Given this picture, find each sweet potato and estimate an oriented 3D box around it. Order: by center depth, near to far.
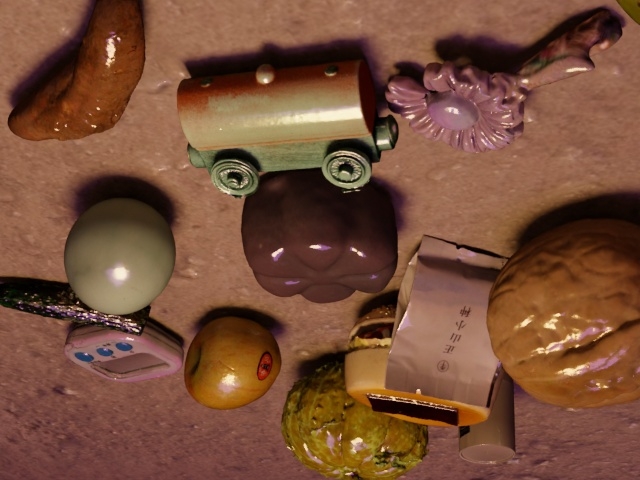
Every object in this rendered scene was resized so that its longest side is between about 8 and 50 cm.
[{"bbox_3d":[-0.293,-0.193,1.298,0.114,0.092,0.341,44,138,-12],"label":"sweet potato"}]

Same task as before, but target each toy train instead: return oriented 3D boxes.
[{"bbox_3d":[-0.048,-0.151,1.312,0.285,0.116,0.177,-2,137,17],"label":"toy train"}]

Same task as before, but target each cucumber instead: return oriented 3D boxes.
[{"bbox_3d":[-0.456,0.115,1.863,0.294,0.067,0.067,12,149,-8],"label":"cucumber"}]

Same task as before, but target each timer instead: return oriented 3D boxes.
[{"bbox_3d":[-0.381,0.212,2.011,0.208,0.069,0.191,-16,144,30],"label":"timer"}]

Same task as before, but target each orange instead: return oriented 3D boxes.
[{"bbox_3d":[0.074,0.360,2.043,0.300,0.223,0.301,12,154,11],"label":"orange"}]

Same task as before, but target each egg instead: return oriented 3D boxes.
[{"bbox_3d":[-0.309,0.027,1.588,0.168,0.168,0.231,13,151,-13],"label":"egg"}]

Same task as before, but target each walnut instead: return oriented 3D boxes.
[{"bbox_3d":[0.406,0.106,1.520,0.313,0.277,0.252,-32,168,32],"label":"walnut"}]

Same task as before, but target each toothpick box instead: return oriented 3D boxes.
[{"bbox_3d":[0.317,0.325,1.980,0.111,0.180,0.111,2,149,2],"label":"toothpick box"}]

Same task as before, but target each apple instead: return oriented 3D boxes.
[{"bbox_3d":[-0.160,0.226,1.900,0.155,0.182,0.182,13,150,-28],"label":"apple"}]

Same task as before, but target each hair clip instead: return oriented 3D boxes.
[{"bbox_3d":[0.219,-0.183,1.244,0.300,0.069,0.173,-23,133,38],"label":"hair clip"}]

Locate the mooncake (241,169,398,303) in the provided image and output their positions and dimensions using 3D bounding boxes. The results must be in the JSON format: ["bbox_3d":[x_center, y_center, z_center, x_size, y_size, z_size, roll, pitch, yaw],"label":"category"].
[{"bbox_3d":[0.000,0.000,1.540,0.245,0.133,0.245,0,155,0],"label":"mooncake"}]

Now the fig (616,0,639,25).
[{"bbox_3d":[0.364,-0.256,0.967,0.225,0.203,0.203,-9,149,-4],"label":"fig"}]

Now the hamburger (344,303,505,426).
[{"bbox_3d":[0.185,0.216,1.817,0.300,0.176,0.300,9,158,4],"label":"hamburger"}]

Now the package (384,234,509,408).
[{"bbox_3d":[0.218,0.133,1.662,0.204,0.250,0.062,14,-174,-17],"label":"package"}]
